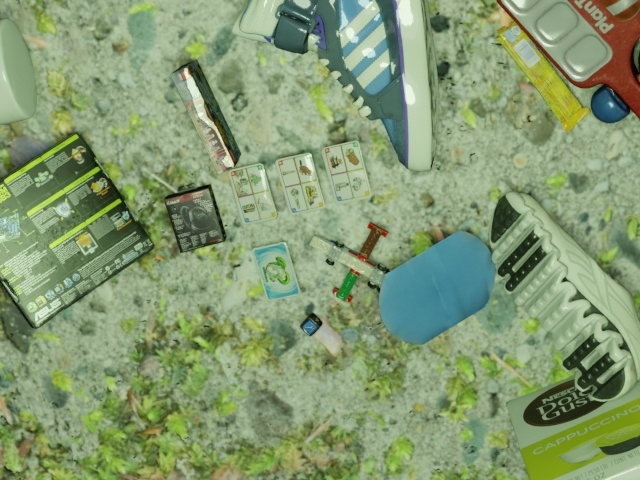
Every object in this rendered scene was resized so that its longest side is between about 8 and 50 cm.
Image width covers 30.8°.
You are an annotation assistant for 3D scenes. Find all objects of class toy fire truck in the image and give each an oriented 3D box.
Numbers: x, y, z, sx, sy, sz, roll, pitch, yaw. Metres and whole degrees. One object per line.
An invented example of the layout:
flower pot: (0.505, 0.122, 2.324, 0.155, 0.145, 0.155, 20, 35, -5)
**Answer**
toy fire truck: (0.393, -0.271, 1.403, 0.302, 0.169, 0.254, 46, 124, -9)

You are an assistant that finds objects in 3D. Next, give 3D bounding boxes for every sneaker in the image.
sneaker: (0.015, -0.234, 1.431, 0.236, 0.130, 0.322, -5, 109, 12)
sneaker: (0.322, 0.061, 1.486, 0.292, 0.118, 0.110, 59, 143, 14)

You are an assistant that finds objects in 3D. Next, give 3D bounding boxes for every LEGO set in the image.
LEGO set: (0.000, 0.000, 1.532, 0.182, 0.060, 0.244, -12, 102, 16)

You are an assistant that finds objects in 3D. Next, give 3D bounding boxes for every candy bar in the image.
candy bar: (0.281, -0.210, 1.476, 0.040, 0.018, 0.161, -39, 100, 6)

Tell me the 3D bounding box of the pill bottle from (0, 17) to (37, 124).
pill bottle: (-0.511, -0.182, 1.419, 0.302, 0.169, 0.169, -11, 104, 3)

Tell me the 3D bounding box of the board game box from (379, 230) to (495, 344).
board game box: (0.148, 0.058, 1.530, 0.169, 0.033, 0.133, -31, 124, -7)

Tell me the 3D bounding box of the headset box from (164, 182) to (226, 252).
headset box: (-0.164, -0.033, 1.520, 0.062, 0.032, 0.083, -15, 102, 4)

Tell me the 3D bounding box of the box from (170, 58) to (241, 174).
box: (-0.142, -0.156, 1.458, 0.027, 0.094, 0.137, -24, 102, 6)

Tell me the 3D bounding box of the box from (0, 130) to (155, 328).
box: (-0.339, -0.014, 1.486, 0.191, 0.045, 0.184, -37, 100, -17)

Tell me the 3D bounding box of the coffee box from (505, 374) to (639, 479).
coffee box: (0.460, 0.337, 1.447, 0.338, 0.334, 0.338, -23, 101, 8)
